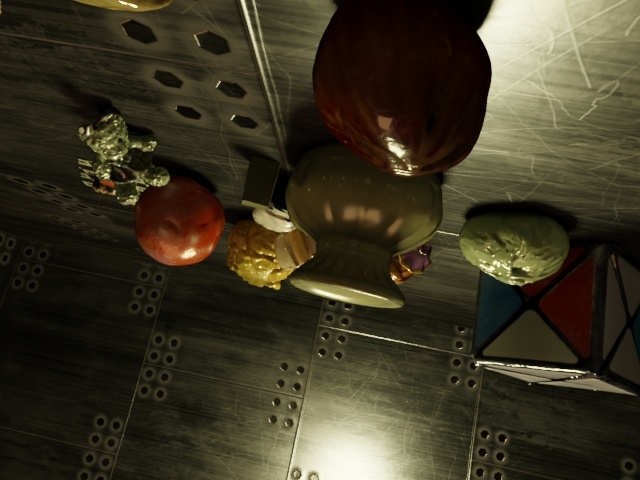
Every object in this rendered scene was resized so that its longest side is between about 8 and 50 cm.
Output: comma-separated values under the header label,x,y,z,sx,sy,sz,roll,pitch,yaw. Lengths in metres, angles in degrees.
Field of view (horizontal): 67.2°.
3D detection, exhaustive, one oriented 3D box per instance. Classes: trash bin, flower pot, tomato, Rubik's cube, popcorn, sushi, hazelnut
label,x,y,z,sx,sy,sz,roll,pitch,yaw
trash bin,-0.121,-0.112,0.962,0.061,0.092,0.043,14,168,-9
flower pot,0.065,-0.013,0.895,0.308,0.243,0.307,12,166,3
tomato,-0.335,-0.045,1.173,0.189,0.231,0.232,-6,162,14
Rubik's cube,0.583,0.185,1.154,0.310,0.304,0.307,25,159,-36
popcorn,-0.168,0.038,1.444,0.250,0.189,0.250,22,163,7
sushi,-0.572,-0.141,1.337,0.193,0.043,0.280,17,165,-21
hazelnut,0.076,-0.150,0.481,0.178,0.177,0.204,8,166,18

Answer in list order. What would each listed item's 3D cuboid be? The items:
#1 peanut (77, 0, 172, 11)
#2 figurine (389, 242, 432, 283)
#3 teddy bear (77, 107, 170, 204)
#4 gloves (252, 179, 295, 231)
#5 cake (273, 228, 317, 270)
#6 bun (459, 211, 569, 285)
label,x,y,z,sx,sy,sz,roll,pitch,yaw
peanut,-0.224,-0.273,0.262,0.340,0.158,0.174,19,-156,-40
figurine,0.178,0.045,1.264,0.190,0.142,0.263,-17,177,-24
teddy bear,-0.388,-0.178,0.935,0.111,0.133,0.213,53,168,34
gloves,-0.104,-0.071,1.102,0.128,0.110,0.212,10,160,-14
cake,-0.011,-0.018,1.177,0.090,0.225,0.109,58,150,-4
bun,0.397,0.022,1.000,0.213,0.126,0.204,1,161,41
